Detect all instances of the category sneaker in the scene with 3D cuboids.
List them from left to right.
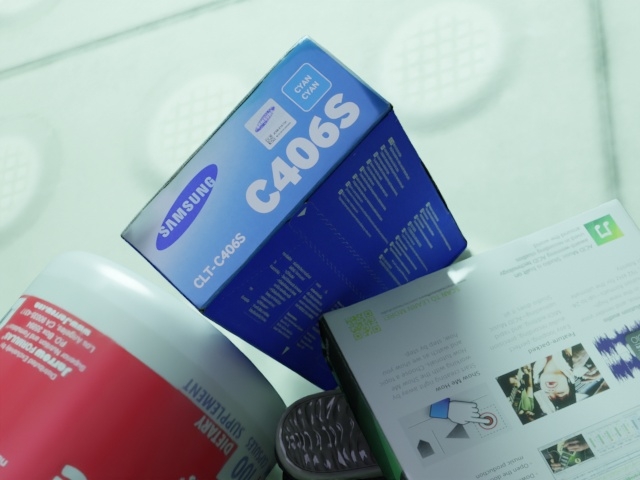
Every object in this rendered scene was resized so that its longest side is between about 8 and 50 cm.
[{"bbox_3d":[0.077,0.143,1.051,0.222,0.118,0.083,-1,70,-2],"label":"sneaker"}]

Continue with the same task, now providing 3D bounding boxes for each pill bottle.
[{"bbox_3d":[-0.221,0.226,1.040,0.229,0.229,0.407,23,67,38],"label":"pill bottle"}]

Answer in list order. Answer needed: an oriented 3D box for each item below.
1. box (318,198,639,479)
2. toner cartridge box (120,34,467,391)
[{"bbox_3d":[0.167,0.142,0.933,0.232,0.058,0.322,-21,55,-11],"label":"box"},{"bbox_3d":[0.000,0.000,0.998,0.075,0.348,0.165,41,88,19],"label":"toner cartridge box"}]
